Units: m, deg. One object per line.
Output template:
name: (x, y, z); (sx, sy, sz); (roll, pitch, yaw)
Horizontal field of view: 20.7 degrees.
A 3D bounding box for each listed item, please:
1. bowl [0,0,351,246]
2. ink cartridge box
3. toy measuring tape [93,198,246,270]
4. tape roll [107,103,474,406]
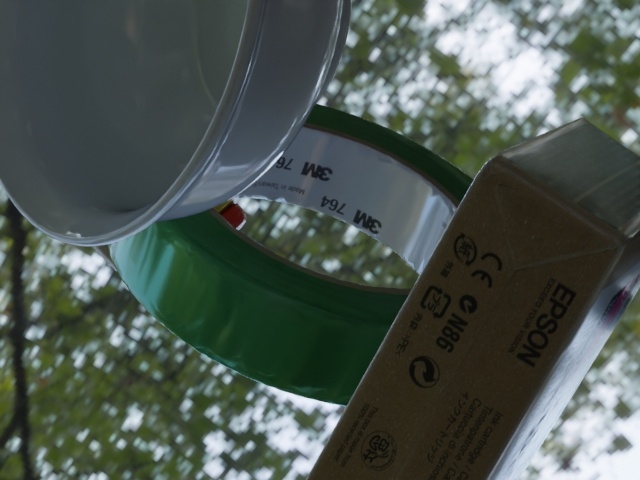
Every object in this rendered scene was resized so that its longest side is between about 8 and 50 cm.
bowl: (-0.077, -0.140, 1.035); (0.134, 0.298, 0.298); (6, -128, -41)
ink cartridge box: (0.100, 0.059, 0.980); (0.088, 0.235, 0.193); (33, -159, 15)
toy measuring tape: (-0.138, -0.036, 1.706); (0.121, 0.121, 0.330); (39, -172, 3)
tape roll: (0.000, 0.000, 1.344); (0.321, 0.077, 0.321); (17, -151, -10)
